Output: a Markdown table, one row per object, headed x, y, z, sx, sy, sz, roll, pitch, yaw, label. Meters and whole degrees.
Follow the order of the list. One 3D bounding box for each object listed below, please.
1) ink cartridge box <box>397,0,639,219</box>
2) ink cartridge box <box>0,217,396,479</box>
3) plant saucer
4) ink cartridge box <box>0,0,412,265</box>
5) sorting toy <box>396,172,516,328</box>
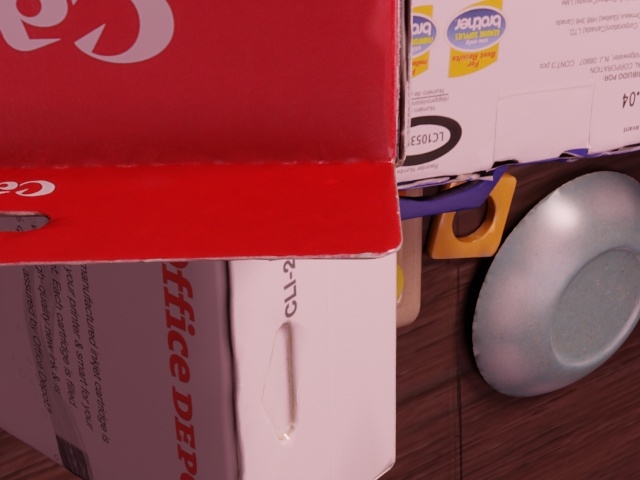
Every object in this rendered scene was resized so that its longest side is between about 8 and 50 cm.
| x | y | z | sx | sy | sz | roll | pitch | yaw | label |
| --- | --- | --- | --- | --- | --- | --- | --- | --- | --- |
| 0.091 | -0.186 | 0.787 | 0.270 | 0.151 | 0.396 | -10 | 114 | -30 | ink cartridge box |
| -0.098 | 0.007 | 0.679 | 0.114 | 0.273 | 0.197 | -29 | 130 | -40 | ink cartridge box |
| 0.200 | 0.043 | 1.072 | 0.195 | 0.037 | 0.195 | -19 | 125 | -30 | plant saucer |
| -0.121 | -0.107 | 0.533 | 0.309 | 0.272 | 0.130 | -2 | 120 | 1 | ink cartridge box |
| 0.000 | 0.000 | 0.907 | 0.347 | 0.047 | 0.196 | -15 | 122 | -29 | sorting toy |
